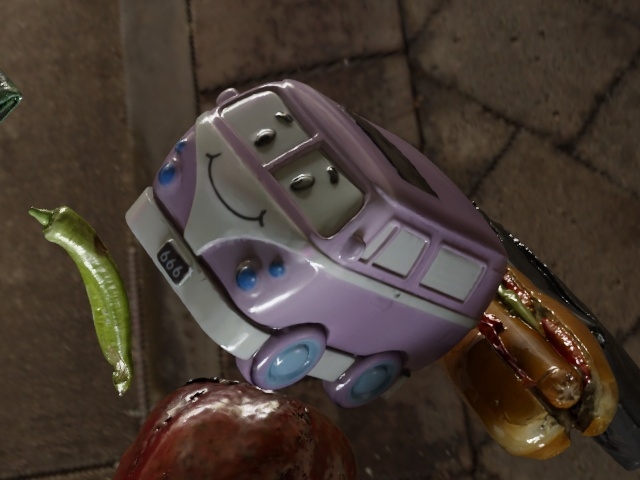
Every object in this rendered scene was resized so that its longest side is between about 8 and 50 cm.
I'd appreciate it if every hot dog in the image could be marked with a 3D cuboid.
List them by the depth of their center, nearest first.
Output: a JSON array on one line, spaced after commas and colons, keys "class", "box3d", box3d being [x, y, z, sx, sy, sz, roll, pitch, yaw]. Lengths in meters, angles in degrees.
[{"class": "hot dog", "box3d": [0.118, 0.065, 0.979, 0.092, 0.062, 0.236, -29, 22, -5]}]

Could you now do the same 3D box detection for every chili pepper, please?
[{"class": "chili pepper", "box3d": [-0.207, 0.048, 1.447, 0.043, 0.208, 0.049, -8, 25, 35]}]

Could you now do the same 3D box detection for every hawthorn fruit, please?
[{"class": "hawthorn fruit", "box3d": [-0.069, 0.215, 1.088, 0.181, 0.181, 0.235, 7, 63, 16]}]

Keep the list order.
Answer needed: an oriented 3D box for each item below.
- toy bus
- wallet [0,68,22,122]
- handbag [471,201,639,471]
[{"class": "toy bus", "box3d": [0.000, 0.000, 0.907, 0.142, 0.202, 0.142, -46, 58, 14]}, {"class": "wallet", "box3d": [-0.404, -0.151, 1.502, 0.160, 0.055, 0.236, -39, 50, -8]}, {"class": "handbag", "box3d": [0.233, 0.087, 1.495, 0.080, 0.223, 0.247, -38, 43, -2]}]
